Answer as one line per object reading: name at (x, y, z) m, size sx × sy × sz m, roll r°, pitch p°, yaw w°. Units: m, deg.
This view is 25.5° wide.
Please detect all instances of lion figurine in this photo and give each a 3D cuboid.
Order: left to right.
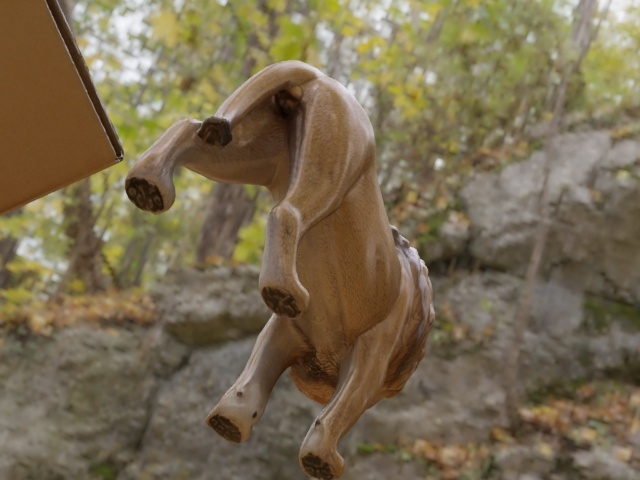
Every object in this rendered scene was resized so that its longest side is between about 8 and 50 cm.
lion figurine at (0.000, 0.000, 0.985) m, size 0.142 × 0.240 × 0.392 m, roll 17°, pitch -40°, yaw 19°

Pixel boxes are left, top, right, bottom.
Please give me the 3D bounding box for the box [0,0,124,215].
box at (-0.226, -0.079, 0.755) m, size 0.201 × 0.164 × 0.021 m, roll -23°, pitch 5°, yaw 12°
